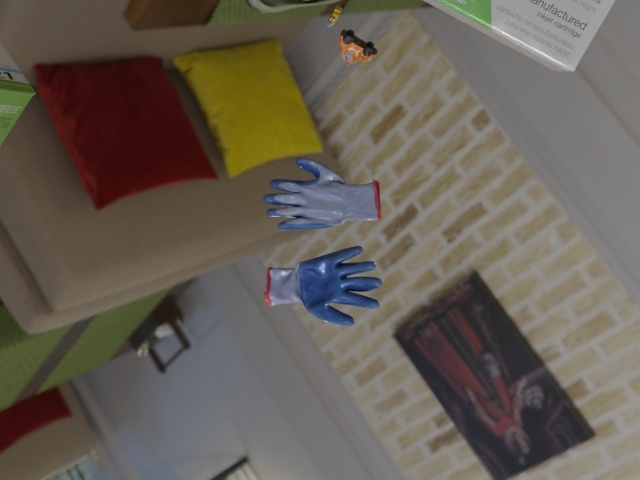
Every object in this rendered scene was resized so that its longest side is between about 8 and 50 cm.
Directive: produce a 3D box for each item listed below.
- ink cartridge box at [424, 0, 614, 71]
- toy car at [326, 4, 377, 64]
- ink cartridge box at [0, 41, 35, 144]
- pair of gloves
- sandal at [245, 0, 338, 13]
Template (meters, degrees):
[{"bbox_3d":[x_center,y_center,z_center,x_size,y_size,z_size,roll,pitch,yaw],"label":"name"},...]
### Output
[{"bbox_3d":[0.237,-0.339,0.822,0.272,0.198,0.115,-62,178,15],"label":"ink cartridge box"},{"bbox_3d":[0.041,-0.282,1.128,0.060,0.122,0.040,21,121,-22],"label":"toy car"},{"bbox_3d":[-0.456,-0.221,0.848,0.097,0.255,0.189,-45,160,25],"label":"ink cartridge box"},{"bbox_3d":[0.000,0.000,0.946,0.159,0.198,0.023,0,-178,28],"label":"pair of gloves"},{"bbox_3d":[-0.013,-0.491,1.479,0.303,0.120,0.086,-34,-168,-36],"label":"sandal"}]
